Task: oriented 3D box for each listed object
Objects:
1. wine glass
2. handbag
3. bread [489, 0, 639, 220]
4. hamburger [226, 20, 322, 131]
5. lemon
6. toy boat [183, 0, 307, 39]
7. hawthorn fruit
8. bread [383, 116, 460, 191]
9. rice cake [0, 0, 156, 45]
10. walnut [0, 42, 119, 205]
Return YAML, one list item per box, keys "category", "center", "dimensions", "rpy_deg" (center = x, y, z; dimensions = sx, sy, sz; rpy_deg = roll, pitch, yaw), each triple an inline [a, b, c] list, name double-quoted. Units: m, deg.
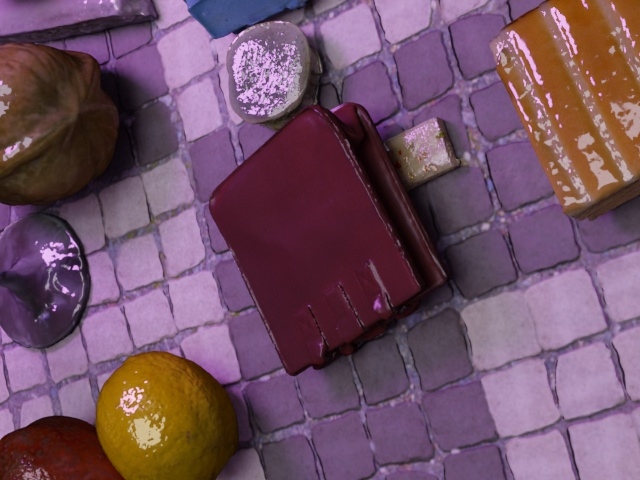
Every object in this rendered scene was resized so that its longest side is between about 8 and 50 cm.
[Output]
- category: "wine glass"
  center: [-0.523, 0.047, 1.665]
  dimensions: [0.267, 0.406, 0.267]
  rpy_deg: [-1, 89, 32]
- category: "handbag"
  center: [0.001, 0.000, 1.512]
  dimensions: [0.260, 0.084, 0.275]
  rpy_deg: [-40, 71, 36]
- category: "bread"
  center: [0.330, -0.181, 1.325]
  dimensions: [0.239, 0.111, 0.246]
  rpy_deg: [-31, 70, 23]
- category: "hamburger"
  center: [-0.060, -0.212, 1.596]
  dimensions: [0.133, 0.062, 0.140]
  rpy_deg: [-2, 84, 28]
- category: "lemon"
  center: [-0.199, 0.237, 1.595]
  dimensions: [0.193, 0.181, 0.180]
  rpy_deg: [40, 109, 51]
- category: "toy boat"
  center: [-0.066, -0.354, 1.592]
  dimensions: [0.238, 0.109, 0.098]
  rpy_deg: [-23, 42, 28]
- category: "hawthorn fruit"
  center: [-0.328, 0.362, 1.658]
  dimensions: [0.262, 0.210, 0.210]
  rpy_deg: [32, 105, 13]
- category: "bread"
  center: [0.094, -0.092, 1.514]
  dimensions: [0.154, 0.028, 0.068]
  rpy_deg: [-24, 74, 27]
- category: "rice cake"
  center: [-0.413, -0.335, 1.816]
  dimensions: [0.399, 0.064, 0.070]
  rpy_deg: [-2, 80, 31]
- category: "walnut"
  center: [-0.415, -0.165, 1.717]
  dimensions: [0.283, 0.227, 0.283]
  rpy_deg: [-26, 32, 18]
